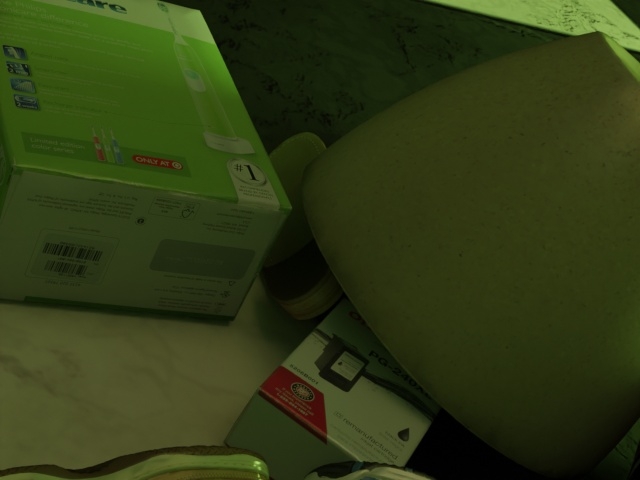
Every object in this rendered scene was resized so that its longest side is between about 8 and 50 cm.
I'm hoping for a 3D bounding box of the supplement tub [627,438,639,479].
[{"bbox_3d":[0.315,0.194,0.819,0.194,0.193,0.316,34,33,8],"label":"supplement tub"}]

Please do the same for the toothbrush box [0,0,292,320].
[{"bbox_3d":[-0.171,-0.083,0.895,0.206,0.122,0.283,8,38,-30],"label":"toothbrush box"}]

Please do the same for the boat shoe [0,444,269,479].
[{"bbox_3d":[-0.113,0.165,0.655,0.190,0.068,0.072,-4,57,-26],"label":"boat shoe"}]

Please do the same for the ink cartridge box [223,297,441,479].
[{"bbox_3d":[0.020,0.119,0.815,0.109,0.063,0.150,34,32,8],"label":"ink cartridge box"}]

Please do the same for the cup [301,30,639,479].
[{"bbox_3d":[0.184,-0.019,0.892,0.331,0.237,0.331,38,23,-19],"label":"cup"}]

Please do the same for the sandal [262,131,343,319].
[{"bbox_3d":[-0.006,0.003,0.968,0.079,0.088,0.240,52,15,-30],"label":"sandal"}]

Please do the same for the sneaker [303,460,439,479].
[{"bbox_3d":[0.074,0.209,0.697,0.211,0.080,0.081,36,53,-6],"label":"sneaker"}]
